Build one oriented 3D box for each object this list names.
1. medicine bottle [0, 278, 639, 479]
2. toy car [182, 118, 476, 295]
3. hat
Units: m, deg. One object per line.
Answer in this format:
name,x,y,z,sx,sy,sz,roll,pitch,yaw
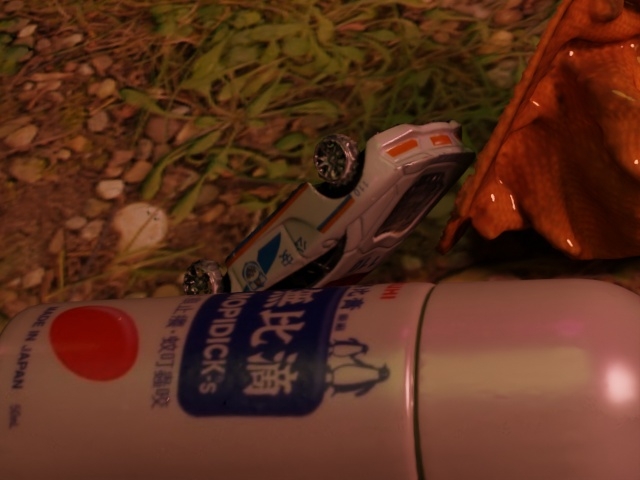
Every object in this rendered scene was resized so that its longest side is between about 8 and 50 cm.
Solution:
medicine bottle,0.011,0.087,0.712,0.341,0.130,0.130,-3,47,17
toy car,0.000,0.000,0.788,0.205,0.095,0.056,-43,72,32
hat,0.224,-0.051,0.782,0.233,0.233,0.244,28,70,8
